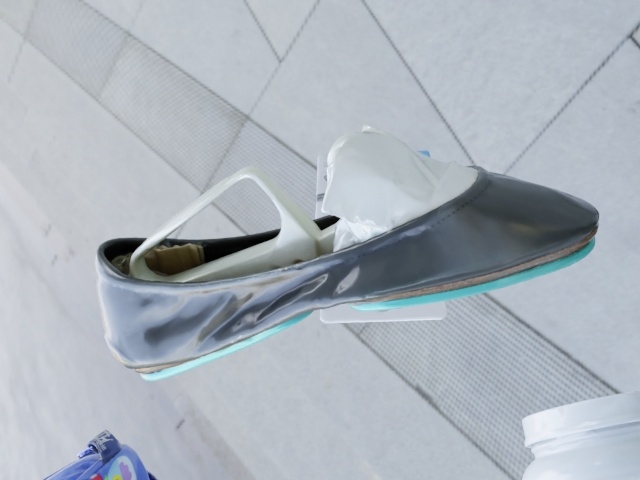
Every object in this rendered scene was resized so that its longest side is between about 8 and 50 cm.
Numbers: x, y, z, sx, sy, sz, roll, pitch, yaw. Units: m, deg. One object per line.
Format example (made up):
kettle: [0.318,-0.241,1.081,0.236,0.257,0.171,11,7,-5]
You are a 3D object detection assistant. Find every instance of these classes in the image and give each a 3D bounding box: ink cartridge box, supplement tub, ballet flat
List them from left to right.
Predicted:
ballet flat: [0.000,0.000,0.460,0.281,0.095,0.096,-18,107,12]
ink cartridge box: [0.049,-0.009,0.725,0.180,0.104,0.060,-89,-4,-58]
supplement tub: [0.217,0.208,0.579,0.144,0.144,0.199,-30,62,47]

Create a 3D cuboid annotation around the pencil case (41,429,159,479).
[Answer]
pencil case: [-0.138,0.307,0.738,0.119,0.133,0.306,-26,102,42]
